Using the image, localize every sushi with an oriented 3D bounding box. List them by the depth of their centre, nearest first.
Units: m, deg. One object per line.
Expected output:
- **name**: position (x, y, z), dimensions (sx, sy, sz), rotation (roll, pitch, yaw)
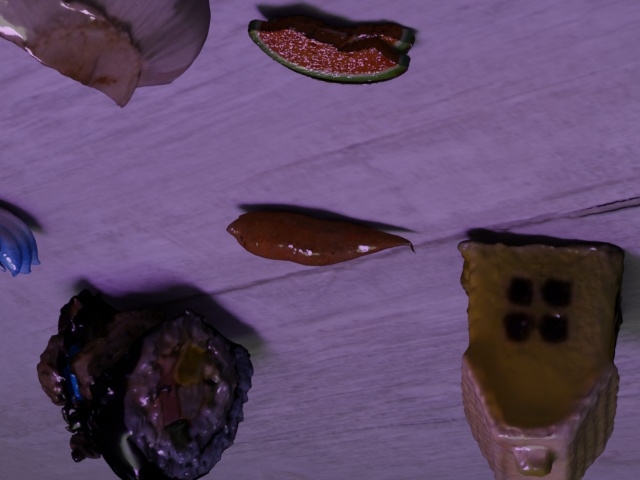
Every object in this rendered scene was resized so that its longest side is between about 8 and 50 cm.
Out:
- **sushi**: position (-0.219, 0.173, 2.063), dimensions (0.218, 0.225, 0.238), rotation (18, 140, 32)

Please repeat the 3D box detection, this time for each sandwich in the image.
- **sandwich**: position (0.008, -0.158, 1.436), dimensions (0.135, 0.029, 0.067), rotation (13, 151, 3)

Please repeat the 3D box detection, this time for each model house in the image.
- **model house**: position (0.207, 0.136, 1.736), dimensions (0.174, 0.234, 0.193), rotation (8, 154, 10)

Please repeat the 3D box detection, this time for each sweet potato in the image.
- **sweet potato**: position (0.000, 0.000, 1.766), dimensions (0.194, 0.056, 0.056), rotation (6, 155, 7)

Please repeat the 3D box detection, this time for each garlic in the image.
- **garlic**: position (-0.175, -0.213, 1.293), dimensions (0.229, 0.178, 0.143), rotation (9, 131, -38)

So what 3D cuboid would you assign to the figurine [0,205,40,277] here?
- **figurine**: position (-0.352, 0.005, 1.917), dimensions (0.114, 0.079, 0.114), rotation (31, 176, 2)
